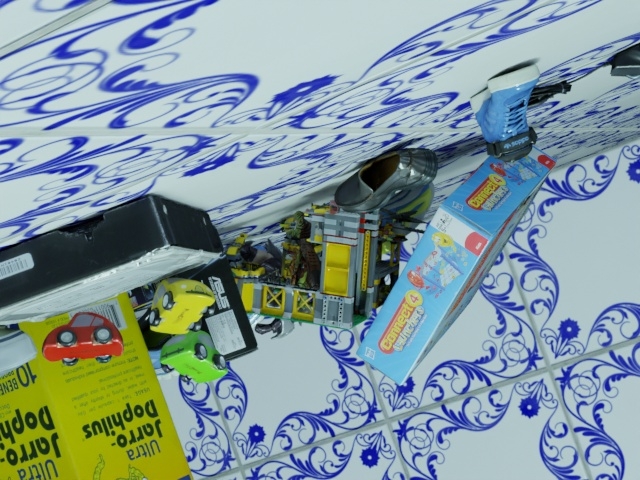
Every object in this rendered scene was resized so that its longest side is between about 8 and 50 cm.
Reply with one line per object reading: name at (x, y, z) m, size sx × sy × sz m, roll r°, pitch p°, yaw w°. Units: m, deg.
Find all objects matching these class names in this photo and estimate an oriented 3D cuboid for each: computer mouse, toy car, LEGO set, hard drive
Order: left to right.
hard drive at (-0.248, 0.027, 1.460) m, size 0.237 × 0.064 × 0.339 m, roll -20°, pitch 177°, yaw 3°
toy car at (-0.194, 0.119, 1.648) m, size 0.239 × 0.053 × 0.225 m, roll -21°, pitch 148°, yaw 21°
LEGO set at (0.000, 0.000, 1.955) m, size 0.255 × 0.192 × 0.331 m, roll 10°, pitch -168°, yaw 29°
computer mouse at (0.330, -0.188, 1.549) m, size 0.242 × 0.041 × 0.071 m, roll -20°, pitch 177°, yaw 17°

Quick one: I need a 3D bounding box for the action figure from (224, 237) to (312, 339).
action figure at (-0.121, 0.069, 2.112) m, size 0.285 × 0.185 × 0.099 m, roll 8°, pitch 122°, yaw -52°

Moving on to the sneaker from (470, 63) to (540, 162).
sneaker at (0.203, -0.128, 1.390) m, size 0.058 × 0.085 × 0.152 m, roll -19°, pitch 176°, yaw -13°

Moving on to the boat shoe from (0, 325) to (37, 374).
boat shoe at (-0.383, 0.113, 1.433) m, size 0.109 × 0.094 × 0.302 m, roll -28°, pitch 179°, yaw -2°

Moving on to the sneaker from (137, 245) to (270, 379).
sneaker at (-0.218, 0.123, 2.401) m, size 0.330 × 0.130 × 0.147 m, roll -39°, pitch 147°, yaw 5°

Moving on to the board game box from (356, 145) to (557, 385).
board game box at (0.208, 0.025, 2.014) m, size 0.302 × 0.086 × 0.308 m, roll -41°, pitch 162°, yaw -54°

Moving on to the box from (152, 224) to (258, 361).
box at (-0.166, 0.084, 1.817) m, size 0.077 × 0.180 × 0.147 m, roll -19°, pitch 176°, yaw -21°

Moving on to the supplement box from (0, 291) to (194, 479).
supplement box at (-0.340, 0.238, 1.783) m, size 0.194 × 0.357 × 0.195 m, roll -23°, pitch 176°, yaw 38°

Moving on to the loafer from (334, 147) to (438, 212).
loafer at (0.071, -0.081, 1.698) m, size 0.061 × 0.062 × 0.170 m, roll 12°, pitch 152°, yaw -39°

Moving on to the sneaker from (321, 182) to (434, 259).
sneaker at (0.086, -0.042, 2.175) m, size 0.240 × 0.126 × 0.091 m, roll -52°, pitch -168°, yaw -26°

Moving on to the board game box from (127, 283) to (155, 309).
board game box at (-0.288, 0.086, 2.263) m, size 0.170 × 0.048 × 0.141 m, roll -22°, pitch 175°, yaw 34°
